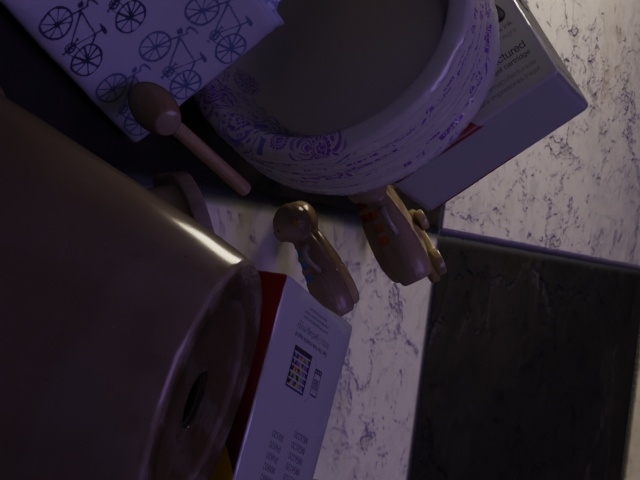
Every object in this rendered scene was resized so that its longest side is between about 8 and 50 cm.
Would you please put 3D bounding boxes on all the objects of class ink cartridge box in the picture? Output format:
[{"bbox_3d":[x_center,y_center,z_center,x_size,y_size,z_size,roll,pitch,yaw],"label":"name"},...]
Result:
[{"bbox_3d":[-0.166,0.151,1.275,0.130,0.309,0.272,41,59,-59],"label":"ink cartridge box"},{"bbox_3d":[0.111,-0.201,1.742,0.273,0.197,0.114,62,14,26],"label":"ink cartridge box"}]

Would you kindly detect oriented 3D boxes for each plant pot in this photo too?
[{"bbox_3d":[-0.199,0.056,1.098,0.323,0.280,0.323,18,90,-77],"label":"plant pot"}]

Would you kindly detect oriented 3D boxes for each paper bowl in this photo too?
[{"bbox_3d":[0.028,-0.177,1.613,0.148,0.284,0.284,42,59,-57],"label":"paper bowl"}]

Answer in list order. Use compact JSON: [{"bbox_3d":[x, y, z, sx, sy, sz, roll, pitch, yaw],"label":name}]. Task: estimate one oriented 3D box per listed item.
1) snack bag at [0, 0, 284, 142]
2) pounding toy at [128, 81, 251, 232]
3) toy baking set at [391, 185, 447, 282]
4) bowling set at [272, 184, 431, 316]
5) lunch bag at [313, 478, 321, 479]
[{"bbox_3d":[-0.099,-0.267,1.411,0.342,0.037,0.323,-41,146,-2],"label":"snack bag"},{"bbox_3d":[-0.109,0.008,1.469,0.155,0.154,0.269,-14,116,-17],"label":"pounding toy"},{"bbox_3d":[0.093,-0.065,1.928,0.030,0.197,0.256,-25,126,-9],"label":"toy baking set"},{"bbox_3d":[0.000,0.000,1.771,0.154,0.200,0.287,63,0,0],"label":"bowling set"},{"bbox_3d":[-0.005,0.298,1.842,0.096,0.129,0.151,-67,151,-30],"label":"lunch bag"}]
